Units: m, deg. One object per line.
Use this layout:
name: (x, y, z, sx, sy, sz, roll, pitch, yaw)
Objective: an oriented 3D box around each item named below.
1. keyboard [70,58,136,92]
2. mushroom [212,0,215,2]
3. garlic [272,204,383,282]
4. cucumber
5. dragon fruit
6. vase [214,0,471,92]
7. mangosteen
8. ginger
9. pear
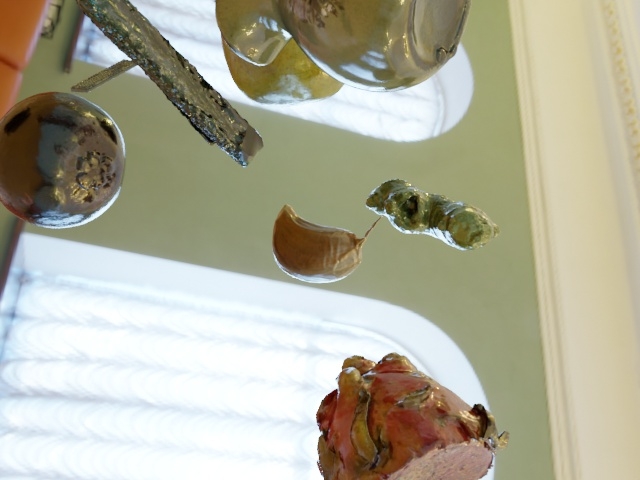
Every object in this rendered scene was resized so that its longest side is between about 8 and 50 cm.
keyboard: (-0.492, -0.378, 1.584, 0.176, 0.055, 0.014, -48, 140, -43)
mushroom: (-0.220, -0.664, 1.713, 0.278, 0.096, 0.099, -71, 168, -52)
garlic: (0.006, 0.010, 1.186, 0.198, 0.090, 0.129, 7, -92, 32)
cucumber: (-0.151, -0.168, 0.687, 0.044, 0.256, 0.043, 9, -119, 50)
dragon fruit: (0.111, 0.319, 1.197, 0.296, 0.314, 0.263, 100, -28, -46)
vase: (0.045, -0.374, 0.913, 0.302, 0.241, 0.329, 22, -79, 33)
mangosteen: (-0.454, -0.137, 1.155, 0.265, 0.228, 0.228, 14, -87, 34)
ginger: (0.188, -0.042, 1.191, 0.290, 0.137, 0.089, 29, -83, 46)
pear: (-0.056, -0.423, 1.376, 0.304, 0.304, 0.304, -168, -90, -75)
